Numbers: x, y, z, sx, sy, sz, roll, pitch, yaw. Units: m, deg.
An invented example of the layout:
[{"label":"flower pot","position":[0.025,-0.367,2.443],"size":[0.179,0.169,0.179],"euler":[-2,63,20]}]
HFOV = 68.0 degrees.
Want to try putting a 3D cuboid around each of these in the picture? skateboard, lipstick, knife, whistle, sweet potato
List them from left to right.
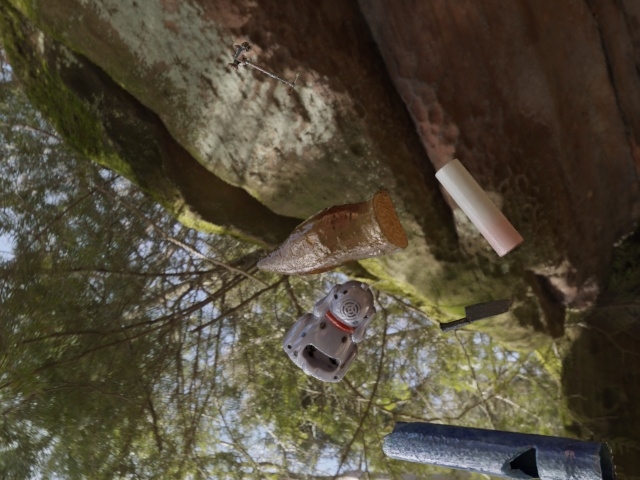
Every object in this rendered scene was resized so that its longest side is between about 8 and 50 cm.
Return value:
[{"label":"skateboard","position":[-0.061,-0.203,0.555],"size":[0.083,0.064,0.032],"euler":[21,-91,-23]},{"label":"sweet potato","position":[0.000,0.003,0.969],"size":[0.131,0.337,0.131],"euler":[49,-148,-46]},{"label":"knife","position":[0.459,0.215,1.403],"size":[0.028,0.231,0.059],"euler":[36,-141,-44]},{"label":"lipstick","position":[0.492,-0.104,1.476],"size":[0.087,0.087,0.326],"euler":[-25,-106,-38]},{"label":"whistle","position":[0.221,0.285,0.642],"size":[0.062,0.304,0.062],"euler":[14,-110,-44]}]

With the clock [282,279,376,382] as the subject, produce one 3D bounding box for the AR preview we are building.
[{"label":"clock","position":[0.045,0.199,1.180],"size":[0.189,0.253,0.189],"euler":[29,-164,-9]}]
